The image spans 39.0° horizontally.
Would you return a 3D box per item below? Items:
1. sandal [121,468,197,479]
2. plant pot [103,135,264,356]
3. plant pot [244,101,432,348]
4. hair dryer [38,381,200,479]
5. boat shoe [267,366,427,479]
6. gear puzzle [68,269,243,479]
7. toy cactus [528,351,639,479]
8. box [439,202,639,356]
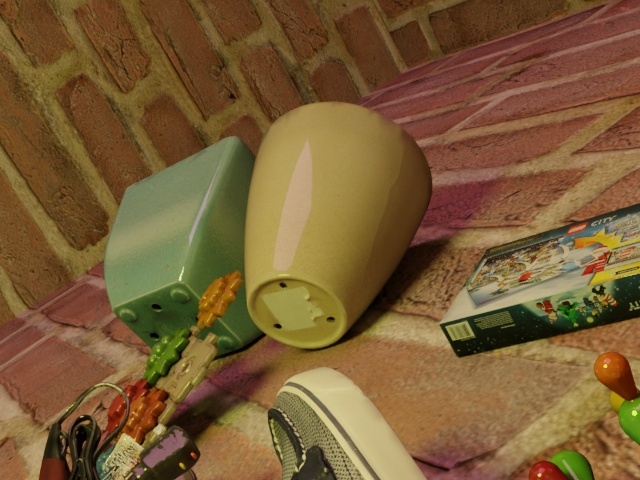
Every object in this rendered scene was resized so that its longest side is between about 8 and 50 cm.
[{"bbox_3d":[-0.219,0.282,0.906,0.219,0.060,0.090,-20,46,2],"label":"sandal"},{"bbox_3d":[-0.176,0.045,1.363,0.247,0.248,0.252,-22,33,30],"label":"plant pot"},{"bbox_3d":[0.000,0.000,1.189,0.256,0.256,0.274,-21,32,32],"label":"plant pot"},{"bbox_3d":[-0.239,0.280,0.840,0.223,0.080,0.293,6,52,54],"label":"hair dryer"},{"bbox_3d":[-0.011,0.192,0.543,0.158,0.127,0.340,-20,20,-14],"label":"boat shoe"},{"bbox_3d":[-0.200,0.169,1.099,0.339,0.044,0.175,-54,19,-13],"label":"gear puzzle"},{"bbox_3d":[0.192,0.151,0.484,0.219,0.112,0.180,0,41,49],"label":"toy cactus"},{"bbox_3d":[0.249,0.033,0.893,0.233,0.044,0.159,-19,16,37],"label":"box"}]
